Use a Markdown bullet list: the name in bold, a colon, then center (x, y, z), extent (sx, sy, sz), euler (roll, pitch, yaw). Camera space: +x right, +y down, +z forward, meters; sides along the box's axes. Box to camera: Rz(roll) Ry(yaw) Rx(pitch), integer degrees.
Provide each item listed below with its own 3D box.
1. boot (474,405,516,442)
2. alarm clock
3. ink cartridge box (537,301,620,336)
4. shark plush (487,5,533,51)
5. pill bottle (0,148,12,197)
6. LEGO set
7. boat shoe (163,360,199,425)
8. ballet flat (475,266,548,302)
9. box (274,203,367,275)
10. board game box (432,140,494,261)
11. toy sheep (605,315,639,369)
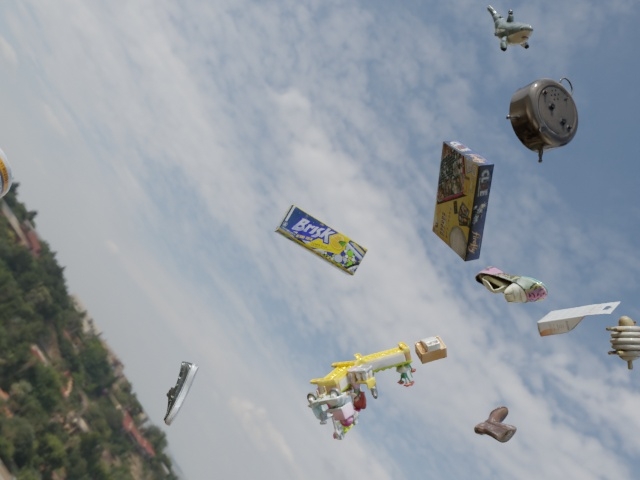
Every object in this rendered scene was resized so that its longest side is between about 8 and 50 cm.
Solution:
- **boot**: center (0.422, 0.424, 1.459), extent (0.037, 0.106, 0.114), euler (58, -20, -2)
- **alarm clock**: center (0.421, -0.241, 1.161), extent (0.129, 0.192, 0.064), euler (48, -31, -13)
- **ink cartridge box**: center (0.662, 0.200, 1.615), extent (0.179, 0.145, 0.045), euler (-12, -90, 35)
- **shark plush**: center (0.443, -0.504, 1.477), extent (0.067, 0.073, 0.161), euler (97, -14, -46)
- **pill bottle**: center (-0.742, -0.094, 1.203), extent (0.162, 0.278, 0.162), euler (9, -58, 14)
- **LEGO set**: center (0.094, 0.251, 1.065), extent (0.132, 0.287, 0.107), euler (-10, -86, 50)
- **boat shoe**: center (-0.314, 0.334, 1.393), extent (0.040, 0.142, 0.049), euler (23, -21, 0)
- **ballet flat**: center (0.509, 0.128, 1.724), extent (0.221, 0.079, 0.076), euler (25, -45, 56)
- **box**: center (0.000, 0.000, 1.201), extent (0.169, 0.059, 0.054), euler (31, -10, -9)
- **board game box**: center (0.333, -0.096, 1.503), extent (0.165, 0.042, 0.243), euler (-125, -148, -55)
- **toy sheep**: center (0.758, 0.253, 1.570), extent (0.091, 0.091, 0.132), euler (167, -76, -68)
